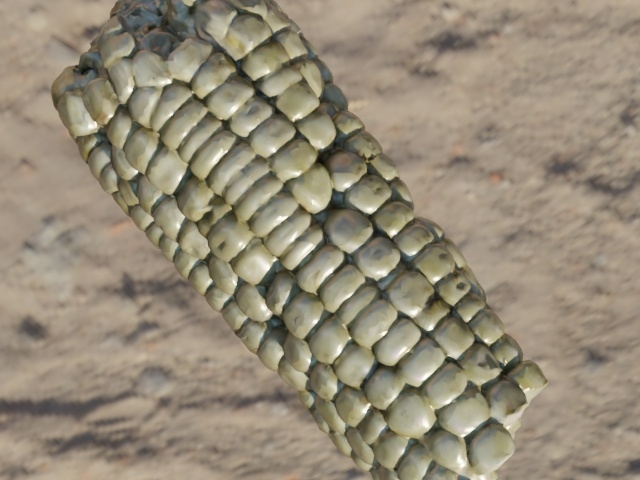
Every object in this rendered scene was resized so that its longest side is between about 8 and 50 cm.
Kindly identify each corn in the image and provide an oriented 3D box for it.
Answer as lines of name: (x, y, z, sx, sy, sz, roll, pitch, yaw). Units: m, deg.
corn: (0.000, 0.000, 0.647, 0.087, 0.087, 0.211, -37, 81, -26)
